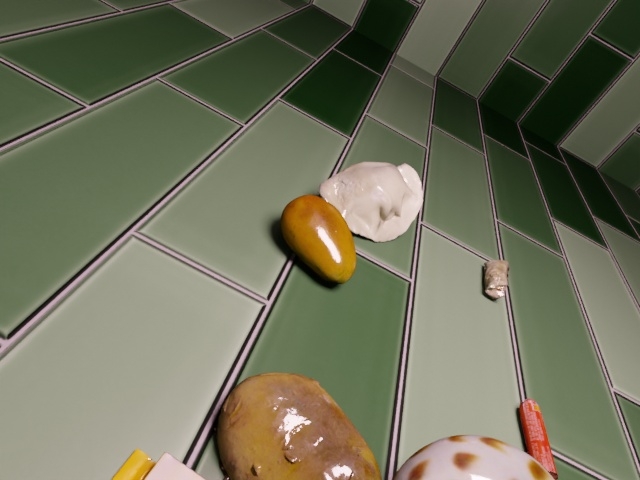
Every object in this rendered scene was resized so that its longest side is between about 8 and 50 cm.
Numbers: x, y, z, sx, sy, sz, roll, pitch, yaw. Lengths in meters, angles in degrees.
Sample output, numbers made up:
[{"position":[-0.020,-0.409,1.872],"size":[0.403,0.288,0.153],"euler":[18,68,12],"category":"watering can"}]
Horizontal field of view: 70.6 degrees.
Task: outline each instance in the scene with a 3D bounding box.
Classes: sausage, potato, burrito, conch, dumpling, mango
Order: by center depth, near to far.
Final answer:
[{"position":[0.164,0.295,0.465],"size":[0.275,0.182,0.149],"euler":[36,5,-20],"category":"conch"},{"position":[-0.017,0.220,0.482],"size":[0.200,0.081,0.164],"euler":[42,38,19],"category":"potato"},{"position":[0.320,0.290,0.673],"size":[0.034,0.034,0.129],"euler":[26,36,-7],"category":"sausage"},{"position":[0.002,-0.004,0.755],"size":[0.163,0.089,0.111],"euler":[47,49,5],"category":"mango"},{"position":[0.106,-0.078,0.905],"size":[0.216,0.126,0.166],"euler":[-7,77,-52],"category":"dumpling"},{"position":[0.374,0.076,0.961],"size":[0.055,0.041,0.149],"euler":[46,33,-2],"category":"burrito"}]

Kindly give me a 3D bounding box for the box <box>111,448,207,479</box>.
[{"position":[-0.093,0.291,0.380],"size":[0.247,0.033,0.129],"euler":[33,37,2],"category":"box"}]
